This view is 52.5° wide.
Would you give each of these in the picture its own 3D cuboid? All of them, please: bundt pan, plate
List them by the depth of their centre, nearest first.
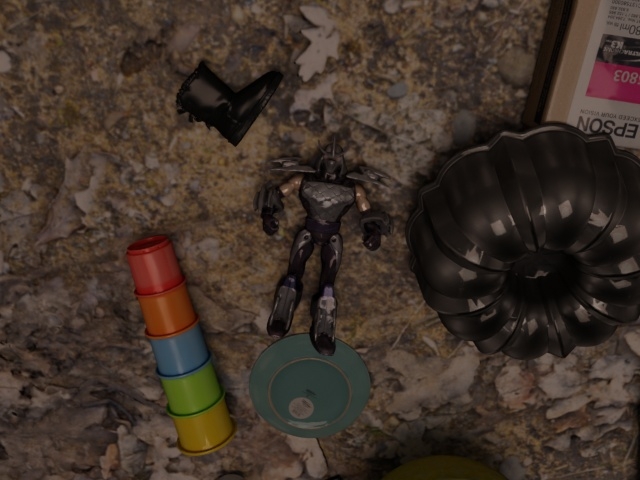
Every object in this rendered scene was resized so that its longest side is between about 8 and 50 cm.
[{"bbox_3d":[0.273,0.027,0.819,0.330,0.124,0.331,2,126,3],"label":"bundt pan"},{"bbox_3d":[-0.016,0.230,0.992,0.188,0.024,0.188,0,110,-1],"label":"plate"}]

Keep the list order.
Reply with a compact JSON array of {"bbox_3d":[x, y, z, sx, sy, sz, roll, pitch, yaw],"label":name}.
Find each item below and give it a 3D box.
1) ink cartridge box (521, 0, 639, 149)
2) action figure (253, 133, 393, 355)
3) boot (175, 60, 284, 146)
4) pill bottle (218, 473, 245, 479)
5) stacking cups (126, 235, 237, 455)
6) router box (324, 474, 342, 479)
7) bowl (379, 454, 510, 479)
[{"bbox_3d":[0.391,-0.212,0.794,0.234,0.088,0.194,7,109,-3],"label":"ink cartridge box"},{"bbox_3d":[0.000,0.000,0.870,0.185,0.099,0.285,11,106,5],"label":"action figure"},{"bbox_3d":[-0.118,-0.189,0.827,0.099,0.045,0.121,37,107,-9],"label":"boot"},{"bbox_3d":[-0.145,0.440,1.049,0.065,0.065,0.117,4,110,-1],"label":"pill bottle"},{"bbox_3d":[-0.199,0.151,0.924,0.095,0.096,0.317,-10,110,4],"label":"stacking cups"},{"bbox_3d":[0.017,0.456,1.069,0.092,0.038,0.123,-25,108,8],"label":"router box"},{"bbox_3d":[0.183,0.431,0.997,0.289,0.156,0.290,0,110,0],"label":"bowl"}]
